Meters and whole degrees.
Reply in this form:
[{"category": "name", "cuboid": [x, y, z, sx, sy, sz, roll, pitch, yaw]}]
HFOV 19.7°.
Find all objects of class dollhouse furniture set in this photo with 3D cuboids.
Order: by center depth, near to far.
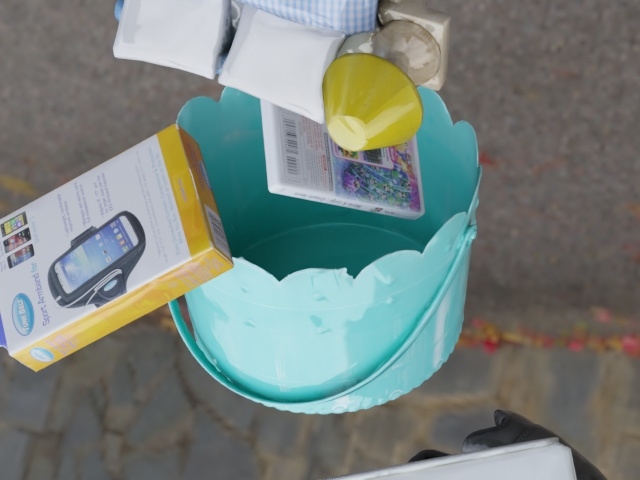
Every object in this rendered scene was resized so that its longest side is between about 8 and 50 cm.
[{"category": "dollhouse furniture set", "cuboid": [-0.102, -0.164, 0.683, 0.303, 0.198, 0.286, 21, 137, 18]}]

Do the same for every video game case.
[{"category": "video game case", "cuboid": [0.015, -0.100, 1.451, 0.143, 0.157, 0.019, 10, 153, -35]}]

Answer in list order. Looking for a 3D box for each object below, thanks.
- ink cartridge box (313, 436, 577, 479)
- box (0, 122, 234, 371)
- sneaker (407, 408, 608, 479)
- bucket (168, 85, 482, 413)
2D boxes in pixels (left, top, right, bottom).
[{"category": "ink cartridge box", "cuboid": [0.057, 0.206, 0.866, 0.153, 0.208, 0.087, -9, 176, -4]}, {"category": "box", "cuboid": [-0.115, 0.007, 0.927, 0.136, 0.081, 0.028, -28, 145, 15]}, {"category": "sneaker", "cuboid": [0.081, 0.194, 1.088, 0.130, 0.109, 0.286, 45, 132, 7]}, {"category": "bucket", "cuboid": [0.000, 0.000, 1.547, 0.281, 0.281, 0.183, 11, 134, 18]}]
